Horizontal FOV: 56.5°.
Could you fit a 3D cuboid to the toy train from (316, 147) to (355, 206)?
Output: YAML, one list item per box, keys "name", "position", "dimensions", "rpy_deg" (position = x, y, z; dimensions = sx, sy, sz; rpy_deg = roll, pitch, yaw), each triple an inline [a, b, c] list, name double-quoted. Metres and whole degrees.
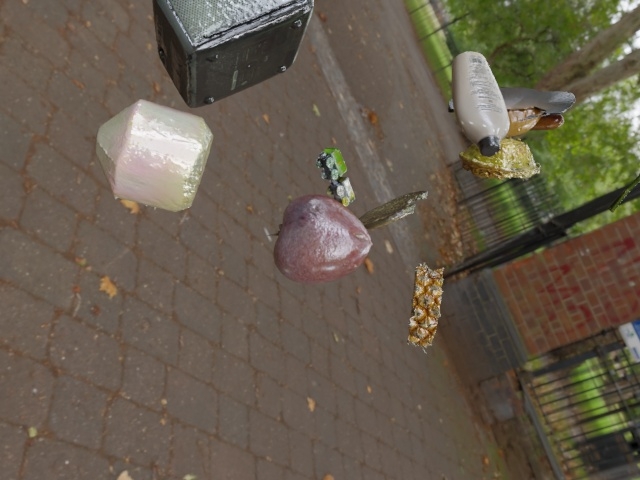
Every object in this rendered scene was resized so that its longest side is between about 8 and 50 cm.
- name: "toy train"
  position: [0.050, -0.190, 1.819]
  dimensions: [0.081, 0.060, 0.202]
  rpy_deg: [-47, 129, -31]

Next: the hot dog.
- name: "hot dog"
  position: [0.535, -0.346, 1.692]
  dimensions: [0.194, 0.325, 0.107]
  rpy_deg: [-54, 147, -41]

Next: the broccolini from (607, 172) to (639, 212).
- name: "broccolini"
  position: [0.768, -0.156, 1.427]
  dimensions: [0.044, 0.218, 0.042]
  rpy_deg: [17, 37, -13]

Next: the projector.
- name: "projector"
  position: [-0.262, -0.609, 1.756]
  dimensions: [0.242, 0.405, 0.395]
  rpy_deg: [61, -16, 2]

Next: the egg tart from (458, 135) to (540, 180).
- name: "egg tart"
  position: [0.457, -0.215, 1.513]
  dimensions: [0.213, 0.212, 0.090]
  rpy_deg: [-67, 165, -66]

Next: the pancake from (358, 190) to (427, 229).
- name: "pancake"
  position: [0.237, -0.099, 1.992]
  dimensions: [0.288, 0.285, 0.033]
  rpy_deg: [-157, -136, -76]

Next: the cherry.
- name: "cherry"
  position: [0.000, 0.000, 1.681]
  dimensions: [0.221, 0.307, 0.261]
  rpy_deg: [67, 33, -60]

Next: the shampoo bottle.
- name: "shampoo bottle"
  position: [0.344, -0.293, 1.289]
  dimensions: [0.127, 0.078, 0.257]
  rpy_deg: [9, 56, -20]

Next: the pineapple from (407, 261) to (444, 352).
- name: "pineapple"
  position: [0.271, 0.181, 1.545]
  dimensions: [0.135, 0.079, 0.233]
  rpy_deg: [-28, 125, -77]

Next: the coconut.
- name: "coconut"
  position: [-0.483, -0.246, 1.697]
  dimensions: [0.309, 0.298, 0.298]
  rpy_deg: [17, 35, -10]
